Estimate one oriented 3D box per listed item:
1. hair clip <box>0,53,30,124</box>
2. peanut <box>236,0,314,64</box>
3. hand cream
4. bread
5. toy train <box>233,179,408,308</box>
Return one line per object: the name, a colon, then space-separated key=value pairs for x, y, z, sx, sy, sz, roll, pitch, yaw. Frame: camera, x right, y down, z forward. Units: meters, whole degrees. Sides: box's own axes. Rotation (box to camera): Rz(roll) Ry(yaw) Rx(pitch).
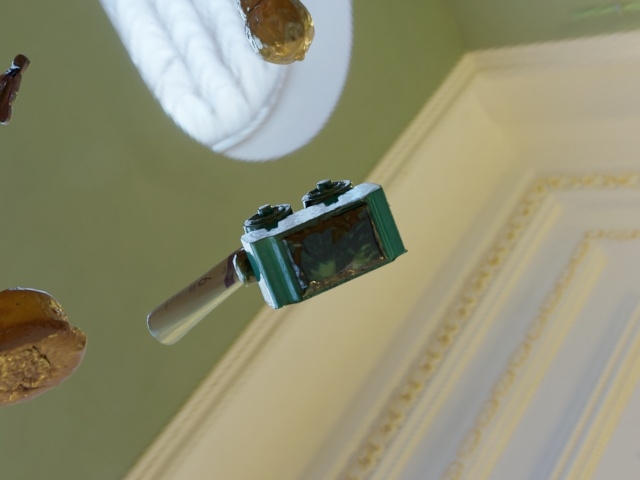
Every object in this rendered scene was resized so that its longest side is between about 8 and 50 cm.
hair clip: x=-0.662 y=-0.281 z=2.379 sx=0.146 sy=0.056 sz=0.187 roll=-16 pitch=-136 yaw=48
peanut: x=-0.071 y=-0.337 z=1.738 sx=0.101 sy=0.117 sz=0.263 roll=-21 pitch=-144 yaw=-1
hand cream: x=-0.163 y=0.070 z=1.938 sx=0.321 sy=0.067 sz=0.109 roll=-36 pitch=-156 yaw=23
bread: x=-0.551 y=0.199 z=2.063 sx=0.268 sy=0.268 sz=0.145 roll=-28 pitch=-119 yaw=-1
toy train: x=0.000 y=0.000 z=1.319 sx=0.198 sy=0.107 sz=0.154 roll=-23 pitch=-167 yaw=-10
